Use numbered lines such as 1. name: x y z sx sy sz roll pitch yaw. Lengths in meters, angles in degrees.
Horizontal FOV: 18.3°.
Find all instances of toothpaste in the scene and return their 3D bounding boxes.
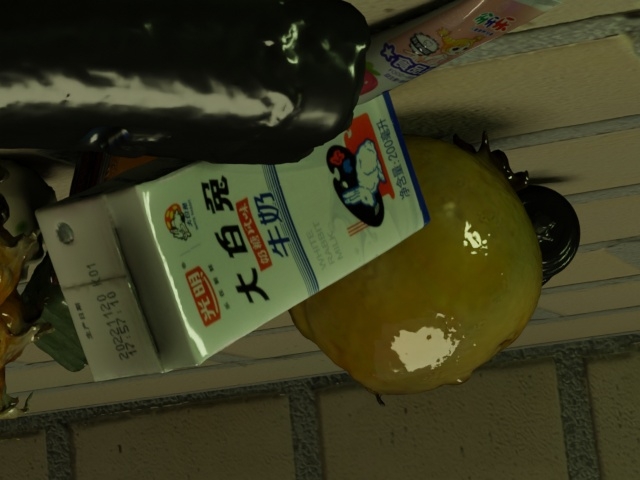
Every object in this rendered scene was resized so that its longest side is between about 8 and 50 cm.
1. toothpaste: 0.070 -0.135 1.363 0.194 0.043 0.067 -21 159 40

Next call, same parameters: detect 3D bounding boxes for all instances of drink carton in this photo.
1. drink carton: -0.055 -0.014 1.413 0.106 0.131 0.315 -14 -170 37

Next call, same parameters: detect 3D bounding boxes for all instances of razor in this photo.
1. razor: -0.142 -0.103 1.209 0.326 0.107 0.189 -1 171 -23

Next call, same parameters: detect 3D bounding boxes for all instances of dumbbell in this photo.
1. dumbbell: 0.208 -0.001 2.021 0.099 0.099 0.208 -5 170 -6

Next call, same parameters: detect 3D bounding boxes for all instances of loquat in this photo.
1. loquat: 0.082 0.014 1.716 0.243 0.244 0.244 -5 170 -1

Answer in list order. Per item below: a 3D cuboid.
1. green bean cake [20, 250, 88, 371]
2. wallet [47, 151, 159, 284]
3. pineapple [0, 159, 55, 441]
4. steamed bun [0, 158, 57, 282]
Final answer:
1. green bean cake: -0.170 0.010 1.634 0.094 0.185 0.183 34 161 -11
2. wallet: -0.107 -0.031 1.512 0.195 0.161 0.042 9 -171 -46
3. pineapple: -0.284 -0.030 1.290 0.286 0.344 0.209 -51 -172 -28
4. steamed bun: -0.310 -0.005 1.696 0.182 0.106 0.183 -6 168 -1
